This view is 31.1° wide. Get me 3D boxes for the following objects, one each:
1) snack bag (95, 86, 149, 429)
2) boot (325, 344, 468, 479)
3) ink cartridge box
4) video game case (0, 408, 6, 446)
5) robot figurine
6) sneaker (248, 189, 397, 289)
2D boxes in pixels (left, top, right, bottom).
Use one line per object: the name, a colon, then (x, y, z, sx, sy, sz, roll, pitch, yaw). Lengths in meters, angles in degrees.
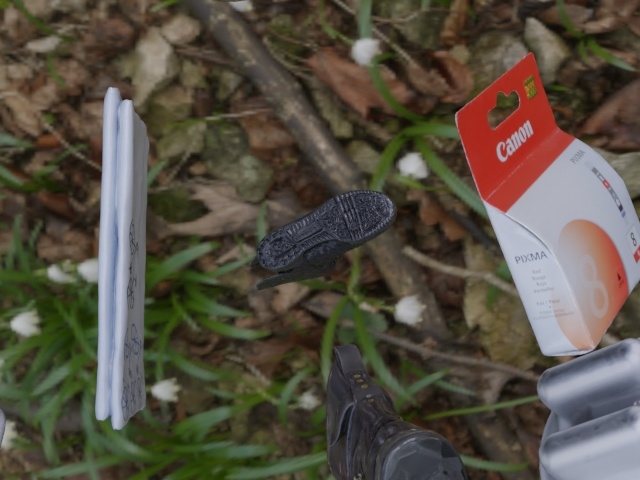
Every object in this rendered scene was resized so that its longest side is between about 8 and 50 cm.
snack bag: (-0.203, 0.024, 1.234, 0.037, 0.342, 0.323, 1, 87, -5)
boot: (0.059, 0.232, 0.949, 0.229, 0.091, 0.263, -154, 61, -75)
ink cartridge box: (0.167, -0.032, 0.797, 0.045, 0.145, 0.179, -10, 109, 37)
video game case: (-0.293, 0.199, 0.425, 0.036, 0.300, 0.329, -3, 73, 50)
robot figurine: (0.348, 0.231, 1.096, 0.199, 0.353, 0.300, -25, 39, 37)
sneaker: (0.001, 0.002, 1.126, 0.170, 0.089, 0.051, -23, 73, 11)
